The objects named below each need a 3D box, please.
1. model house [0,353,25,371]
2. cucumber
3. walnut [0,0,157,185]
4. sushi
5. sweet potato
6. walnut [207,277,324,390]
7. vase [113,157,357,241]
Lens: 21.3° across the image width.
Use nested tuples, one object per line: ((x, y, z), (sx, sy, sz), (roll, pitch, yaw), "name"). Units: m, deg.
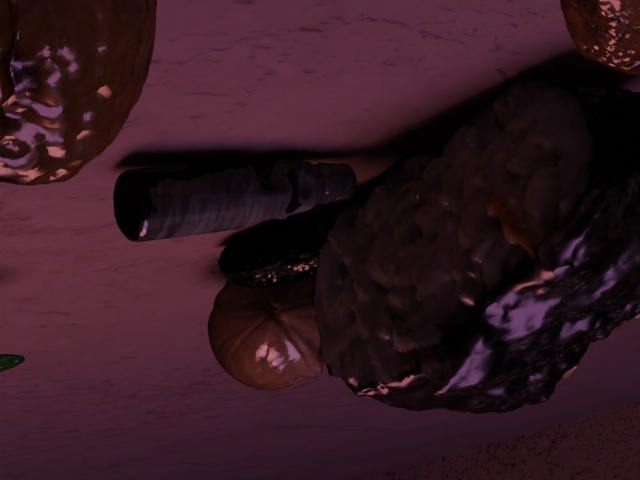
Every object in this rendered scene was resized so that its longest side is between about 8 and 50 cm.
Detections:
((-0.365, 0.080, 1.565), (0.117, 0.088, 0.167), (-20, 165, 32), "model house")
((0.000, 0.002, 1.584), (0.245, 0.067, 0.067), (-22, 162, 32), "cucumber")
((-0.159, -0.115, 0.849), (0.155, 0.155, 0.184), (-6, 143, -20), "walnut")
((0.152, 0.011, 1.397), (0.171, 0.211, 0.350), (17, 130, -41), "sushi")
((0.213, -0.157, 1.089), (0.114, 0.092, 0.341), (-44, 154, 19), "sweet potato")
((-0.046, 0.085, 1.736), (0.140, 0.140, 0.162), (-13, 155, 9), "walnut")
((-0.063, -0.040, 1.392), (0.211, 0.060, 0.060), (-9, 167, -31), "vase")
